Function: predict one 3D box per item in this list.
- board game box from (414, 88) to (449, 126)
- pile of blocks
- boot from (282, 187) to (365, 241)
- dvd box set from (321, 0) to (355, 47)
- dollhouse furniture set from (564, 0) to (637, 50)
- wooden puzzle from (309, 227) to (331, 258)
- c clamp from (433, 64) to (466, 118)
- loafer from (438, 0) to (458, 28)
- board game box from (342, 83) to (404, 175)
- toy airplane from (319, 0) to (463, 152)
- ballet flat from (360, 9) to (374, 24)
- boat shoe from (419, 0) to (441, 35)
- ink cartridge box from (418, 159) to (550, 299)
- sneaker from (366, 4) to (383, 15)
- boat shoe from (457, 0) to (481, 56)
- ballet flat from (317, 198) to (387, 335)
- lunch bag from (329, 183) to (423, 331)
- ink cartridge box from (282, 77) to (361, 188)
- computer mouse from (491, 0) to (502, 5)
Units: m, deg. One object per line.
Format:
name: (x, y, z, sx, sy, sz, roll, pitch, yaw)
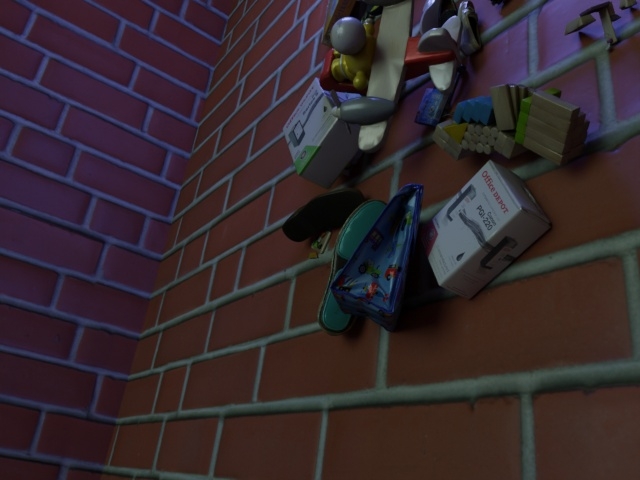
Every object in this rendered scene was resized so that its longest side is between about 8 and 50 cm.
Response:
board game box: (0.274, -0.328, 1.439, 0.090, 0.020, 0.090, -69, 24, 7)
pile of blocks: (0.370, -0.237, 1.129, 0.362, 0.112, 0.149, 16, 126, 59)
boot: (0.016, -0.098, 1.668, 0.305, 0.112, 0.115, -23, 26, 44)
dvd box set: (0.106, -0.920, 2.003, 0.420, 0.062, 0.308, 126, 157, -61)
dollhouse furniture set: (0.527, -0.393, 1.101, 0.114, 0.090, 0.081, -160, 51, -83)
wooden puzzle: (0.000, 0.000, 1.705, 0.078, 0.014, 0.116, 11, 79, 61)
c clamp: (0.316, -0.369, 1.433, 0.137, 0.022, 0.161, 3, 74, 65)
loafer: (0.326, -0.561, 1.490, 0.062, 0.061, 0.170, -15, 52, 16)
board game box: (0.088, -0.396, 1.786, 0.319, 0.065, 0.318, -58, 30, 16)
toy airplane: (0.150, -0.454, 1.423, 0.384, 0.272, 0.386, -49, 42, 25)
ballet flat: (0.163, -0.743, 1.945, 0.041, 0.041, 0.114, 17, 85, 61)
boat shoe: (0.308, -0.630, 1.592, 0.063, 0.066, 0.184, 170, 117, -73)
ink cartridge box: (0.306, -0.020, 1.119, 0.218, 0.092, 0.159, -48, 34, 28)
sneaker: (0.217, -0.838, 1.805, 0.300, 0.121, 0.111, -60, -7, 4)
boat shoe: (0.367, -0.522, 1.422, 0.048, 0.056, 0.153, -16, 58, 47)
ballet flat: (0.079, 0.066, 1.438, 0.123, 0.123, 0.349, 4, 71, 60)
lunch bag: (0.145, 0.021, 1.240, 0.221, 0.138, 0.293, 67, -135, -71)
ink cartridge box: (0.005, -0.311, 1.678, 0.198, 0.114, 0.273, -53, 33, 25)
computer mouse: (0.430, -0.695, 1.432, 0.188, 0.072, 0.272, -51, 44, 23)
